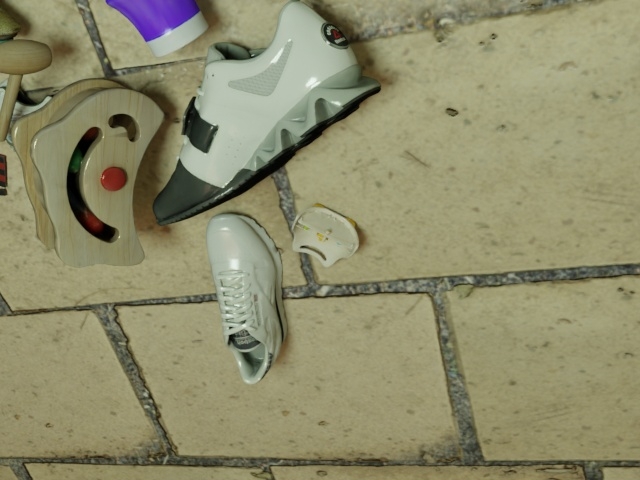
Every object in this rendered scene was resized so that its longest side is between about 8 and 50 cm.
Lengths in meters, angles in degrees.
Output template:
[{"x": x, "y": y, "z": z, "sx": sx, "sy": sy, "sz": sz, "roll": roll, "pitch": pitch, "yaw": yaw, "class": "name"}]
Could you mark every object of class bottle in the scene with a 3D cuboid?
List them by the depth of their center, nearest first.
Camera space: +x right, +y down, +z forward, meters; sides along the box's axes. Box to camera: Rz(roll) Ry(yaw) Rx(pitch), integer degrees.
[{"x": -0.209, "y": -0.319, "z": 0.755, "sx": 0.092, "sy": 0.118, "sz": 0.283, "roll": -18, "pitch": 118, "yaw": 24, "class": "bottle"}]

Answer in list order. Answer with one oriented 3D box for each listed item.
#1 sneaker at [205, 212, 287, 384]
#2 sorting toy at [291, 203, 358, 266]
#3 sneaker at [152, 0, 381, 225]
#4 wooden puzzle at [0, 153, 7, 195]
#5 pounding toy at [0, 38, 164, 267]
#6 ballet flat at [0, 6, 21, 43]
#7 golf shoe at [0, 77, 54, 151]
[{"x": -0.098, "y": 0.076, "z": 1.007, "sx": 0.090, "sy": 0.095, "sz": 0.235, "roll": -4, "pitch": 121, "yaw": 20, "class": "sneaker"}, {"x": 0.000, "y": 0.000, "z": 0.964, "sx": 0.083, "sy": 0.045, "sz": 0.075, "roll": 27, "pitch": 133, "yaw": -4, "class": "sorting toy"}, {"x": -0.094, "y": -0.137, "z": 0.863, "sx": 0.330, "sy": 0.122, "sz": 0.146, "roll": -34, "pitch": 91, "yaw": 32, "class": "sneaker"}, {"x": -0.444, "y": -0.098, "z": 1.036, "sx": 0.049, "sy": 0.006, "sz": 0.083, "roll": 17, "pitch": 126, "yaw": 3, "class": "wooden puzzle"}, {"x": -0.280, "y": -0.110, "z": 0.908, "sx": 0.154, "sy": 0.154, "sz": 0.270, "roll": 28, "pitch": 131, "yaw": 46, "class": "pounding toy"}, {"x": -0.508, "y": -0.289, "z": 0.866, "sx": 0.348, "sy": 0.123, "sz": 0.123, "roll": 8, "pitch": 125, "yaw": 10, "class": "ballet flat"}, {"x": -0.402, "y": -0.163, "z": 0.958, "sx": 0.176, "sy": 0.069, "sz": 0.086, "roll": 13, "pitch": 109, "yaw": 0, "class": "golf shoe"}]
